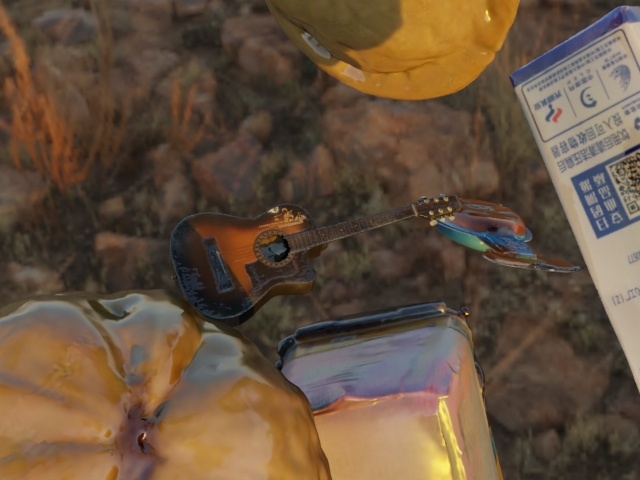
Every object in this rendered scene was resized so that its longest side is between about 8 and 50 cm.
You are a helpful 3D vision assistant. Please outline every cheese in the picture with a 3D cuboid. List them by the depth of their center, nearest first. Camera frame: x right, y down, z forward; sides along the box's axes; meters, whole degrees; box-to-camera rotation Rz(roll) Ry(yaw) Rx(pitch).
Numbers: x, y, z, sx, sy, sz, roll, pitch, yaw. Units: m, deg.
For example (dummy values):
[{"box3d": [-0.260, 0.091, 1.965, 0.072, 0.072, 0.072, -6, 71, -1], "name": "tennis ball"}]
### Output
[{"box3d": [0.168, -0.006, 1.165, 0.106, 0.037, 0.256, 4, 12, -12], "name": "cheese"}]

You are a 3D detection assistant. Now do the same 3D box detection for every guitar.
[{"box3d": [0.000, 0.000, 0.924, 0.233, 0.025, 0.088, -15, 66, -15], "name": "guitar"}]

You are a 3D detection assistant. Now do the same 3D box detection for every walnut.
[{"box3d": [-0.154, 0.188, 0.807, 0.306, 0.344, 0.306, 7, 67, -16], "name": "walnut"}, {"box3d": [0.084, -0.389, 1.617, 0.383, 0.383, 0.383, -6, 33, 4], "name": "walnut"}]

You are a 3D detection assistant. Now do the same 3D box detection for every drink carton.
[{"box3d": [0.255, 0.002, 0.833, 0.130, 0.315, 0.106, -11, -12, -46], "name": "drink carton"}]

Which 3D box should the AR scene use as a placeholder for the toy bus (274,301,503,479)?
[{"box3d": [0.073, 0.259, 0.986, 0.171, 0.386, 0.162, -11, 17, 15], "name": "toy bus"}]
